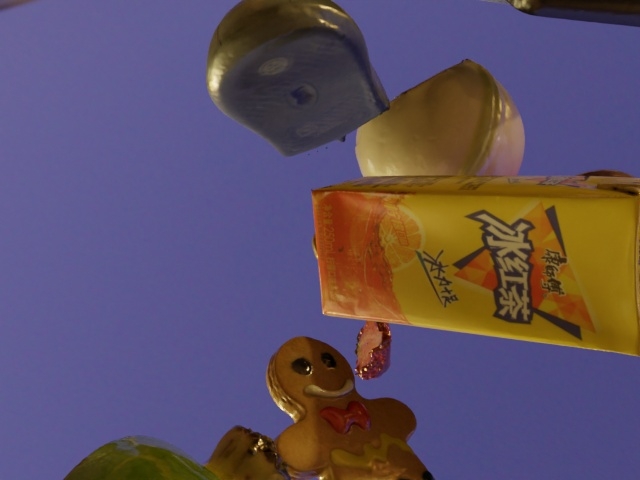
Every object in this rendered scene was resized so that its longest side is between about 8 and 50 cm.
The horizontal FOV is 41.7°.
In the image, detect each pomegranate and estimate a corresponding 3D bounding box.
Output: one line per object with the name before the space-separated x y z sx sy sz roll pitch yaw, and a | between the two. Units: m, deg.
pomegranate | -0.076 0.165 0.398 0.169 0.143 0.122 -24 -157 -18

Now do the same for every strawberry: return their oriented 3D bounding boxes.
strawberry | 0.085 0.156 1.251 0.048 0.152 0.104 12 -106 -10

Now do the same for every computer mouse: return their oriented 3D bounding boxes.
computer mouse | -0.029 -0.213 1.051 0.188 0.371 0.122 -23 -110 10

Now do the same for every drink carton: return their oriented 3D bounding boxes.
drink carton | 0.166 0.012 0.867 0.351 0.111 0.155 4 -75 37

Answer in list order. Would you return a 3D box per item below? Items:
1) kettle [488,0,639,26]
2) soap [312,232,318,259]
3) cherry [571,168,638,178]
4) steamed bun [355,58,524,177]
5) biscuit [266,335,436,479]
kettle | 0.378 -0.485 1.406 0.376 0.250 0.361 13 -139 5
soap | 0.000 0.000 1.027 0.012 0.089 0.034 -12 -74 10
cherry | 0.349 0.035 1.048 0.213 0.183 0.266 -11 -114 34
steamed bun | 0.226 -0.138 1.473 0.309 0.309 0.310 -14 -118 27
biscuit | 0.033 0.178 0.715 0.240 0.158 0.035 55 -48 26
